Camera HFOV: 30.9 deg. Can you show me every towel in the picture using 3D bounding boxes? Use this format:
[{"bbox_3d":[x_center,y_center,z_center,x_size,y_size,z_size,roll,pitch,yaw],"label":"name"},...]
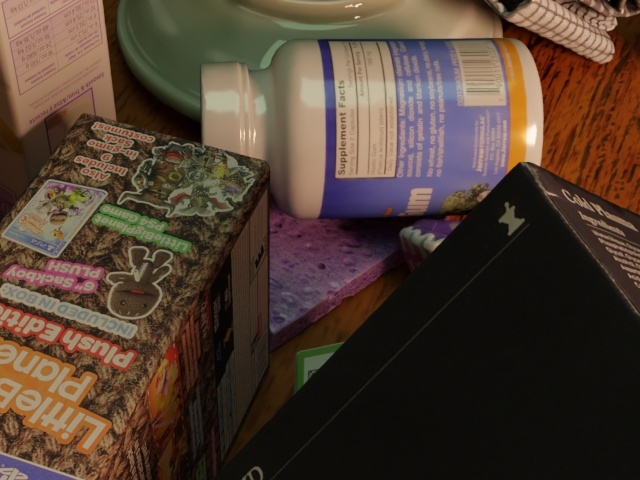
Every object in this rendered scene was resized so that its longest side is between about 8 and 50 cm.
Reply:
[{"bbox_3d":[0.186,-0.318,1.167,0.235,0.121,0.283,7,35,-51],"label":"towel"}]

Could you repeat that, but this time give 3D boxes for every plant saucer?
[{"bbox_3d":[-0.009,-0.255,1.178,0.401,0.100,0.400,2,43,-2],"label":"plant saucer"}]

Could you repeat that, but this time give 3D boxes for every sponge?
[{"bbox_3d":[0.000,0.000,1.008,0.210,0.031,0.117,-32,58,-29],"label":"sponge"}]

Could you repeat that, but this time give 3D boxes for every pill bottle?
[{"bbox_3d":[0.036,-0.094,0.973,0.272,0.152,0.152,-2,48,-6],"label":"pill bottle"}]

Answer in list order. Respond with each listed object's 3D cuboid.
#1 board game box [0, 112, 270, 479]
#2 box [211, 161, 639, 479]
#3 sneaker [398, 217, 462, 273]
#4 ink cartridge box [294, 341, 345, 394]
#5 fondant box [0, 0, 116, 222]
[{"bbox_3d":[-0.148,0.104,0.768,0.141,0.232,0.291,16,48,12],"label":"board game box"},{"bbox_3d":[0.115,0.197,0.609,0.179,0.343,0.312,19,33,-45],"label":"box"},{"bbox_3d":[0.166,0.018,0.916,0.236,0.095,0.104,16,55,48],"label":"sneaker"},{"bbox_3d":[0.096,0.111,0.814,0.209,0.109,0.062,-14,45,13],"label":"ink cartridge box"},{"bbox_3d":[-0.274,-0.120,0.897,0.238,0.330,0.096,31,55,22],"label":"fondant box"}]
